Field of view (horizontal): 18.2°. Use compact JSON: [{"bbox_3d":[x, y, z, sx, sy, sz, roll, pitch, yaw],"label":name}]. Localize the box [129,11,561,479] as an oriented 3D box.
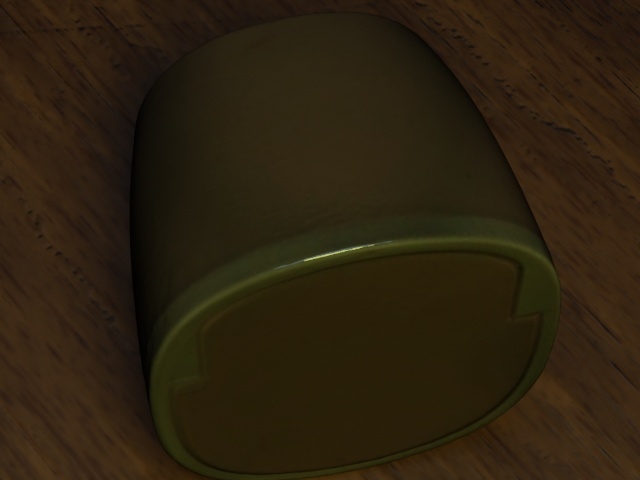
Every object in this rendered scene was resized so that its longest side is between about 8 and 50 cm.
[{"bbox_3d":[0.000,0.000,1.342,0.301,0.301,0.216,-11,59,-9],"label":"box"}]
